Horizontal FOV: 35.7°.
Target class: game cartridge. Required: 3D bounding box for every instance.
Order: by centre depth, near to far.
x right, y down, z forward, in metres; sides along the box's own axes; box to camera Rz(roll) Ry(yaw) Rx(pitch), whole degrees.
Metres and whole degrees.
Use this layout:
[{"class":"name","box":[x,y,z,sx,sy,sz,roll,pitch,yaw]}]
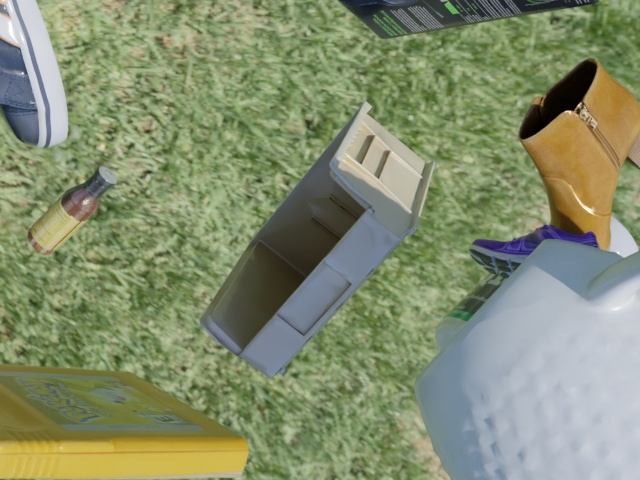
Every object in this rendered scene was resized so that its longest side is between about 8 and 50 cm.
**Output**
[{"class":"game cartridge","box":[-0.289,0.201,1.146,0.324,0.285,0.052,14,92,-44]}]

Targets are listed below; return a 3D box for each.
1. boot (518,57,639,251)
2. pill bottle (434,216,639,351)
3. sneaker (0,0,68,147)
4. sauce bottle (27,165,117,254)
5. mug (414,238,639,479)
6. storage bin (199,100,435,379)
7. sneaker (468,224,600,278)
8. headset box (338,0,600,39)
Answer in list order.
[{"class":"boot","box":[0.317,-0.077,1.312,0.211,0.104,0.295,31,93,-37]},{"class":"pill bottle","box":[0.393,0.110,1.772,0.361,0.204,0.204,-41,122,-20]},{"class":"sneaker","box":[-0.312,-0.215,0.833,0.127,0.126,0.321,-24,122,-23]},{"class":"sauce bottle","box":[-0.281,-0.035,1.131,0.128,0.042,0.042,-39,129,20]},{"class":"mug","box":[0.267,0.140,0.766,0.276,0.328,0.374,-40,167,-39]},{"class":"storage bin","box":[0.000,0.000,1.208,0.123,0.260,0.262,39,116,-6]},{"class":"sneaker","box":[0.281,0.012,1.308,0.068,0.170,0.071,59,38,-60]},{"class":"headset box","box":[0.154,-0.376,1.104,0.131,0.283,0.246,21,69,-60]}]
